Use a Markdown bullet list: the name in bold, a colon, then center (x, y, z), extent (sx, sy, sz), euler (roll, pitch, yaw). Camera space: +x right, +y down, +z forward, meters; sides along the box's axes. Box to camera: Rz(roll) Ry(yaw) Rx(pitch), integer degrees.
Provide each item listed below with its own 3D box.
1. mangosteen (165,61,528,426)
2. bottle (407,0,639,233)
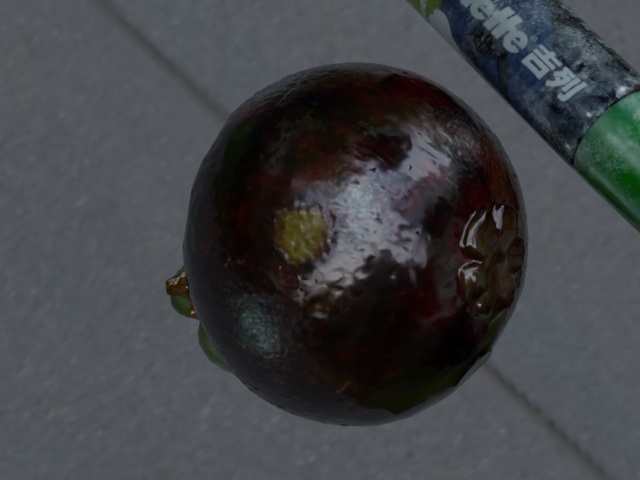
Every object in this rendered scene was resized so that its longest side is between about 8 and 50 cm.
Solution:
- **mangosteen**: center (0.000, 0.000, 1.585), extent (0.306, 0.359, 0.306), euler (-15, 109, -55)
- **bottle**: center (0.198, -0.130, 1.530), extent (0.093, 0.093, 0.330), euler (-17, 53, -37)
